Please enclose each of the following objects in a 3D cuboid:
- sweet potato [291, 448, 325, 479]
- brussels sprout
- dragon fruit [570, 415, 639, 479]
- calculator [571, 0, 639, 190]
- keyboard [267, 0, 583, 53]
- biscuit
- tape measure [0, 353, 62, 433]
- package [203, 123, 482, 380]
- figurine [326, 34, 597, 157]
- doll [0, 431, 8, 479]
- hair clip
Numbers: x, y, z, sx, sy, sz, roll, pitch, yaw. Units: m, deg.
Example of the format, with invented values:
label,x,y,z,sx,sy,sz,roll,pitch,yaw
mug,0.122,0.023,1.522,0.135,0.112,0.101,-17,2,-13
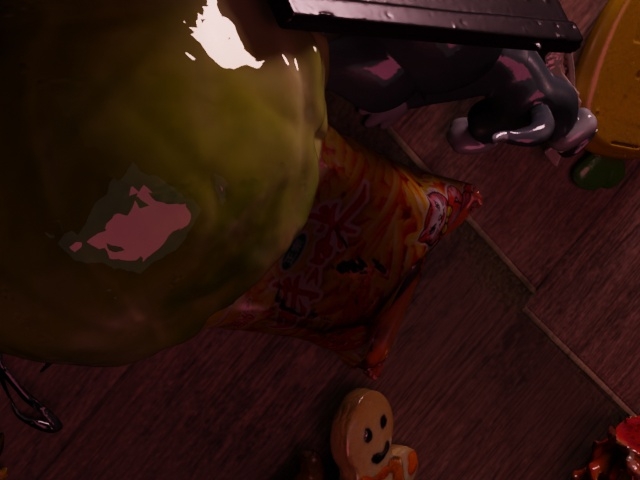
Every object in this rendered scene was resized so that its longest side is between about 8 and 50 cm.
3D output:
label,x,y,z,sx,sy,sz,roll,pitch,yaw
sweet potato,-0.048,0.374,1.161,0.112,0.112,0.359,8,95,-31
brussels sprout,-0.156,-0.074,0.810,0.344,0.344,0.268,-13,158,-24
dragon fruit,0.348,0.271,1.334,0.207,0.133,0.150,-36,98,7
calculator,0.311,-0.157,1.186,0.146,0.032,0.235,6,109,-30
keyboard,0.075,-0.178,0.851,0.309,0.101,0.018,-5,153,-43
biscuit,0.053,0.257,1.176,0.153,0.030,0.234,-25,112,-53
tape measure,-0.221,0.069,0.986,0.107,0.104,0.180,-38,161,-37
package,-0.004,0.006,1.026,0.288,0.108,0.223,22,105,-42
figurine,0.121,-0.144,1.028,0.193,0.140,0.265,-43,105,14
doll,-0.298,0.197,0.968,0.113,0.076,0.078,19,106,-33
hair clip,0.222,-0.174,1.120,0.072,0.034,0.226,-16,118,1
